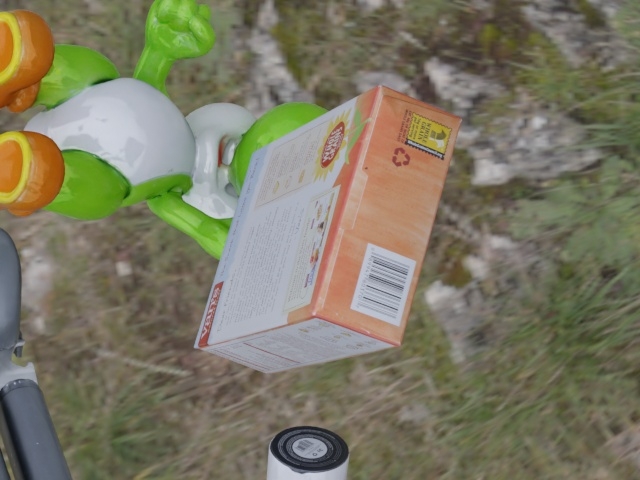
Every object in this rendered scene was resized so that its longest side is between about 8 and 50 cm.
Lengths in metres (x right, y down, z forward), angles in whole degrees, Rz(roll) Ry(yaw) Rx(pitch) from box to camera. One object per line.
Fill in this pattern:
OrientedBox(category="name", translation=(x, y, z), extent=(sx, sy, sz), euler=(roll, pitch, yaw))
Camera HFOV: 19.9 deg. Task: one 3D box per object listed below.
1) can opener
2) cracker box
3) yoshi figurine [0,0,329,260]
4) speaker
OrientedBox(category="can opener", translation=(-0.206, 0.105, 1.148), extent=(0.280, 0.074, 0.093), euler=(-116, 29, -43))
OrientedBox(category="cracker box", translation=(0.000, 0.000, 1.220), extent=(0.067, 0.232, 0.156), euler=(21, 75, -19))
OrientedBox(category="yoshi figurine", translation=(-0.105, -0.078, 1.484), extent=(0.203, 0.362, 0.204), euler=(43, 112, 42))
OrientedBox(category="speaker", translation=(-0.013, 0.199, 1.255), extent=(0.055, 0.055, 0.136), euler=(16, 120, 20))
